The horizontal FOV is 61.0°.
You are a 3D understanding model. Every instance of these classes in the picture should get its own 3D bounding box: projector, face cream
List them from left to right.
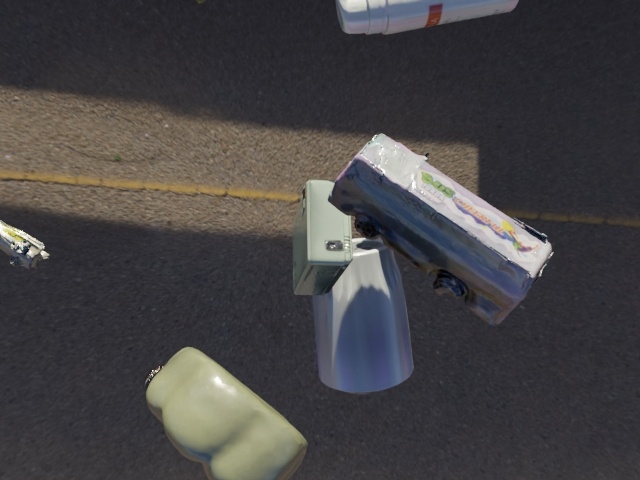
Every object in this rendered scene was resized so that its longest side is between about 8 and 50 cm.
[{"bbox_3d":[0.000,0.000,1.192,0.099,0.256,0.191,1,69,-10],"label":"projector"},{"bbox_3d":[0.199,-0.458,1.035,0.346,0.102,0.101,-12,91,-4],"label":"face cream"}]

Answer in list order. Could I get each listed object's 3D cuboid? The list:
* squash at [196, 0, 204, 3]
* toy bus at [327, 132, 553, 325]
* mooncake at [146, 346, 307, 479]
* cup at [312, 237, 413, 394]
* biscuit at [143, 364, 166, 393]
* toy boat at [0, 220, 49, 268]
[{"bbox_3d":[-0.185,-0.531,1.020,0.094,0.224,0.094,22,48,-27],"label":"squash"},{"bbox_3d":[0.163,-0.024,0.784,0.317,0.138,0.112,36,54,12],"label":"toy bus"},{"bbox_3d":[-0.150,0.285,0.848,0.275,0.275,0.135,45,74,-4],"label":"mooncake"},{"bbox_3d":[0.106,0.193,1.426,0.254,0.253,0.371,-7,101,-5],"label":"cup"},{"bbox_3d":[-0.409,0.357,1.386,0.027,0.089,0.087,31,84,34],"label":"biscuit"},{"bbox_3d":[-0.738,-0.011,1.270,0.210,0.066,0.084,38,130,-2],"label":"toy boat"}]
